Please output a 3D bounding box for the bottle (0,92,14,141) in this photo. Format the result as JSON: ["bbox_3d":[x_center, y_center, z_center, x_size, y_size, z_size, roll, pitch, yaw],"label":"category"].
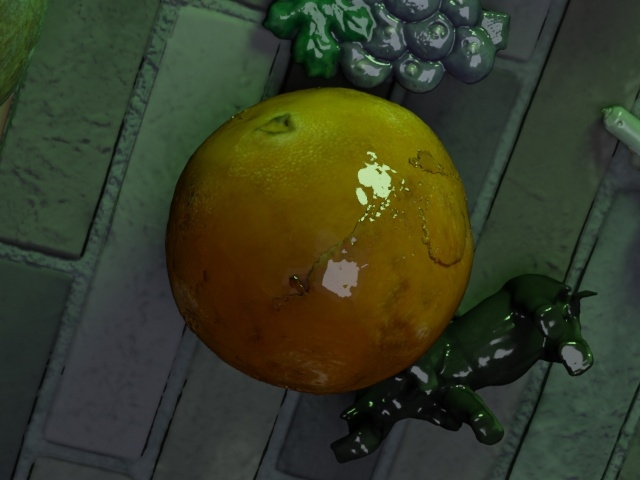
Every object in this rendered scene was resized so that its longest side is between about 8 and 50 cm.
[{"bbox_3d":[-0.270,-0.080,1.506,0.045,0.045,0.096,12,109,-13],"label":"bottle"}]

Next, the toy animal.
[{"bbox_3d":[0.117,0.111,1.580,0.245,0.146,0.114,-19,104,-4],"label":"toy animal"}]

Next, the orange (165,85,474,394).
[{"bbox_3d":[0.000,0.000,1.474,0.240,0.240,0.240,-3,109,-8],"label":"orange"}]

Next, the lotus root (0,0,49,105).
[{"bbox_3d":[-0.258,-0.239,1.394,0.140,0.158,0.322,11,101,-32],"label":"lotus root"}]

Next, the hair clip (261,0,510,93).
[{"bbox_3d":[0.052,-0.180,1.529,0.195,0.052,0.124,4,98,-2],"label":"hair clip"}]

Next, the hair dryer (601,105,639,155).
[{"bbox_3d":[0.279,-0.063,1.602,0.137,0.047,0.082,38,100,-13],"label":"hair dryer"}]
